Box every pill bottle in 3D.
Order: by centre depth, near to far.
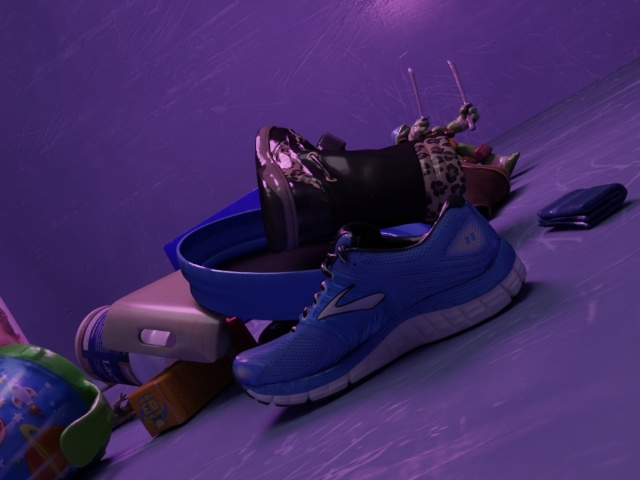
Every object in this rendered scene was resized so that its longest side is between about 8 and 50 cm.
[{"bbox_3d":[-0.331,0.201,1.452,0.264,0.153,0.153,-3,22,40],"label":"pill bottle"}]

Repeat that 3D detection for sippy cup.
[{"bbox_3d":[-0.460,0.305,1.102,0.305,0.240,0.224,-55,0,32],"label":"sippy cup"}]

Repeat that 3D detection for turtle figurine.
[{"bbox_3d":[0.282,-0.231,1.599,0.275,0.266,0.198,-61,-22,7],"label":"turtle figurine"}]

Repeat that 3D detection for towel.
[{"bbox_3d":[0.307,-0.039,0.902,0.067,0.029,0.119,-32,3,-8],"label":"towel"}]

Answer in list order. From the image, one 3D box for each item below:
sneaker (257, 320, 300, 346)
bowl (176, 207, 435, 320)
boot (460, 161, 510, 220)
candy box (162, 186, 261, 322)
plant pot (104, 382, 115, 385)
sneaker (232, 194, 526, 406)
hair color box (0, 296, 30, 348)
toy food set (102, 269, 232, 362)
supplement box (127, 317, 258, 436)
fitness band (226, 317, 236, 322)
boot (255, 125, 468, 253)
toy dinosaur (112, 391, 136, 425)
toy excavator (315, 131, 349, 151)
[{"bbox_3d":[-0.027,0.117,1.182,0.178,0.072,0.077,-30,0,-15],"label":"sneaker"},{"bbox_3d":[-0.019,0.021,1.162,0.391,0.077,0.391,-5,16,1],"label":"bowl"},{"bbox_3d":[0.214,-0.086,1.395,0.248,0.090,0.207,-2,22,28],"label":"boot"},{"bbox_3d":[-0.184,0.043,1.887,0.317,0.268,0.122,-30,0,12],"label":"candy box"},{"bbox_3d":[-0.617,0.374,2.273,0.134,0.095,0.134,-30,4,2],"label":"plant pot"},{"bbox_3d":[0.040,0.059,0.811,0.330,0.147,0.130,-31,3,15],"label":"sneaker"},{"bbox_3d":[-0.646,0.298,1.531,0.105,0.347,0.174,-27,5,42],"label":"hair color box"},{"bbox_3d":[-0.165,0.108,1.232,0.219,0.092,0.306,1,17,31],"label":"toy food set"},{"bbox_3d":[-0.191,0.209,1.201,0.078,0.080,0.233,-31,5,32],"label":"supplement box"},{"bbox_3d":[-0.271,0.240,1.628,0.209,0.054,0.291,-34,4,-42],"label":"fitness band"},{"bbox_3d":[0.047,-0.101,1.170,0.284,0.138,0.377,-8,20,-3],"label":"boot"},{"bbox_3d":[-0.376,0.328,1.432,0.092,0.053,0.183,-46,-12,29],"label":"toy dinosaur"},{"bbox_3d":[0.000,0.000,1.619,0.445,0.222,0.433,-60,0,-16],"label":"toy excavator"}]
